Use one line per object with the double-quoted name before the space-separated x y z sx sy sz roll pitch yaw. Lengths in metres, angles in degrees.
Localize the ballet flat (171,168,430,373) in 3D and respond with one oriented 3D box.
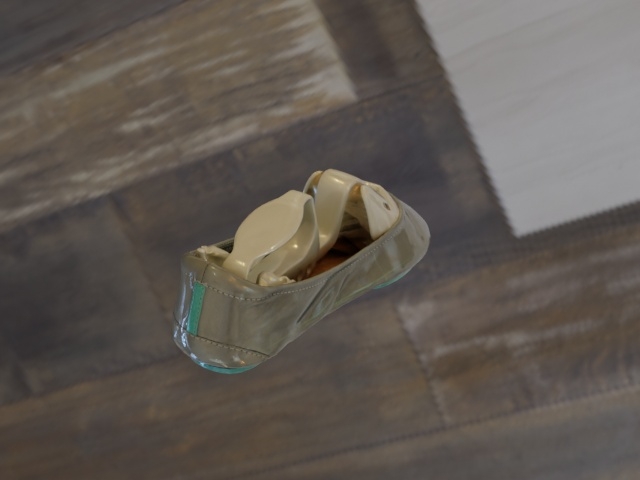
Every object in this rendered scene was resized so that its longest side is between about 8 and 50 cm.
"ballet flat" 0.000 0.000 0.843 0.072 0.213 0.068 18 119 25
